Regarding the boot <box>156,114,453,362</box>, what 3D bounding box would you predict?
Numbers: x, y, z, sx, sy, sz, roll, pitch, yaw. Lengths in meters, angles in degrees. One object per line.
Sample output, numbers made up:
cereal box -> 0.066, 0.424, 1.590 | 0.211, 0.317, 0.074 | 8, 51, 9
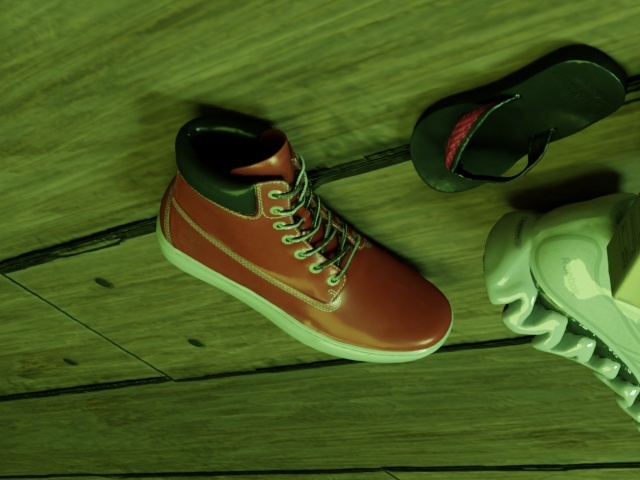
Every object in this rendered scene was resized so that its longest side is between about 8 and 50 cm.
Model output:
boot -> 0.000, 0.000, 0.878 | 0.244, 0.088, 0.176 | 24, 151, -2

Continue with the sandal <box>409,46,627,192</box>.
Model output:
sandal -> 0.110, -0.063, 0.732 | 0.067, 0.040, 0.179 | 30, 151, -20

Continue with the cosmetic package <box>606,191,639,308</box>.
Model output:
cosmetic package -> 0.207, -0.018, 0.678 | 0.041, 0.060, 0.115 | 22, 123, -4

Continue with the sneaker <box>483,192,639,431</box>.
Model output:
sneaker -> 0.248, 0.065, 0.822 | 0.292, 0.110, 0.118 | 33, 141, -25
